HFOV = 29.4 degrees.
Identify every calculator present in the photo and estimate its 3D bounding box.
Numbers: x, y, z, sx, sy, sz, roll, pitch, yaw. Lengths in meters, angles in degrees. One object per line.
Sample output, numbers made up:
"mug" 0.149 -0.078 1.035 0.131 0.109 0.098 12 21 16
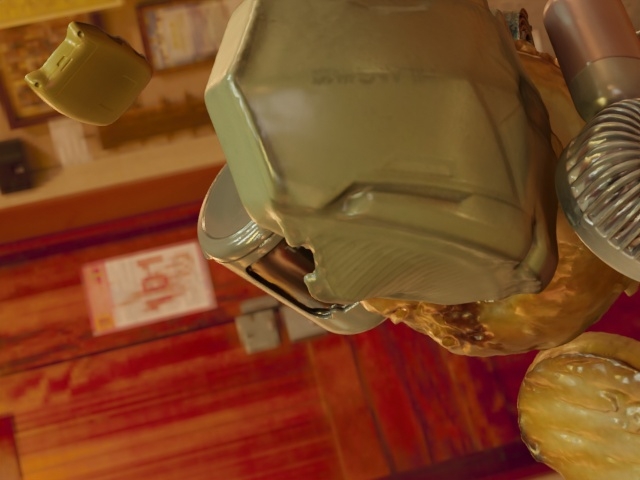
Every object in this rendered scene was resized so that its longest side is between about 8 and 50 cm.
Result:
"calculator" -0.356 -0.256 1.944 0.033 0.157 0.236 45 -171 25

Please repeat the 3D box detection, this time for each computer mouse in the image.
"computer mouse" 0.092 -0.072 0.872 0.429 0.146 0.228 11 -113 -56

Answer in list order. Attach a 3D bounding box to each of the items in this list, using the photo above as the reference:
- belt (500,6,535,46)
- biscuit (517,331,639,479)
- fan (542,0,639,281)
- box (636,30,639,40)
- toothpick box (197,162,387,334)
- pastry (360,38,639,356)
"belt" 0.239 -0.185 1.611 0.267 0.116 0.206 -79 -27 -49
"biscuit" 0.419 0.253 1.705 0.296 0.102 0.296 25 136 26
"fan" 0.216 -0.081 0.856 0.074 0.130 0.244 123 143 -49
"box" 0.464 -0.106 1.416 0.180 0.047 0.324 -13 83 57
"toothpick box" 0.000 0.000 1.740 0.316 0.229 0.229 35 -164 -32
"pastry" 0.179 -0.055 1.374 0.409 0.410 0.245 86 -158 -46
